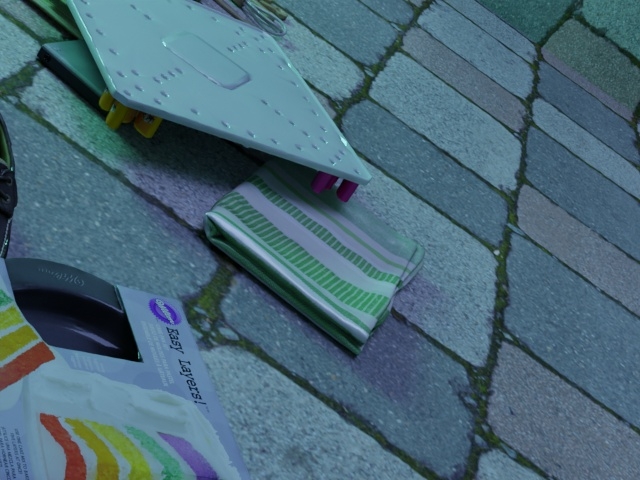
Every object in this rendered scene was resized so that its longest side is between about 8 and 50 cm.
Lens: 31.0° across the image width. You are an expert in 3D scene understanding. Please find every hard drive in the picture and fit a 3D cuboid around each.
[{"bbox_3d":[-0.271,-0.196,1.423,0.135,0.022,0.094,41,24,9],"label":"hard drive"}]

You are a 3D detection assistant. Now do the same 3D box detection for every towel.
[{"bbox_3d":[0.000,0.000,1.416,0.248,0.038,0.325,37,24,2],"label":"towel"}]

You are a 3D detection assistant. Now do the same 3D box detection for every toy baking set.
[{"bbox_3d":[-0.139,-0.430,2.010,0.197,0.030,0.256,30,25,-13],"label":"toy baking set"}]

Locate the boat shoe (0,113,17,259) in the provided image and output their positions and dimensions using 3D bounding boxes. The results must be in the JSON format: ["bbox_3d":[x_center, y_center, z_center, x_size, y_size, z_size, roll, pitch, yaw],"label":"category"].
[{"bbox_3d":[-0.313,-0.050,1.042,0.080,0.073,0.223,21,28,-30],"label":"boat shoe"}]

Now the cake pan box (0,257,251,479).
[{"bbox_3d":[-0.192,0.124,0.904,0.246,0.070,0.267,20,29,-37],"label":"cake pan box"}]

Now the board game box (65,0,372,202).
[{"bbox_3d":[-0.160,-0.220,1.520,0.390,0.050,0.390,16,29,-39],"label":"board game box"}]

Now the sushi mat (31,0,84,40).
[{"bbox_3d":[-0.337,-0.320,1.565,0.316,0.019,0.151,39,25,5],"label":"sushi mat"}]
